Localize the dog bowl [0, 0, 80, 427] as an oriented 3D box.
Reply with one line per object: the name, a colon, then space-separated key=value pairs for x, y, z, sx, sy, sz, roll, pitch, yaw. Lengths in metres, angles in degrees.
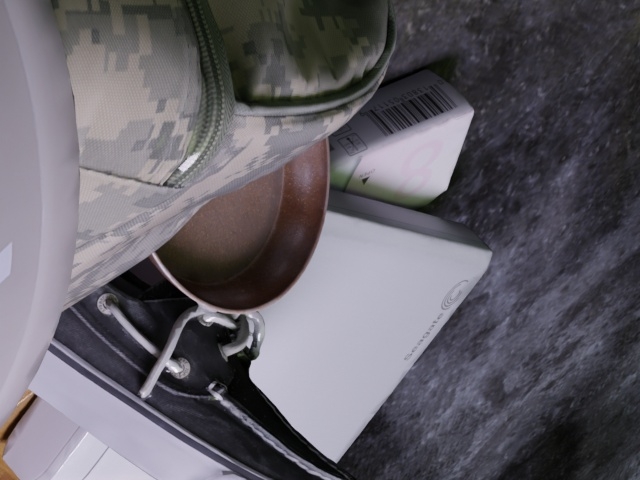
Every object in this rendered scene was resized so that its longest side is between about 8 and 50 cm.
dog bowl: x=-0.251 y=-0.032 z=0.524 sx=0.349 sy=0.348 sz=0.102 roll=-59 pitch=175 yaw=31

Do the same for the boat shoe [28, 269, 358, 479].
boat shoe: x=-0.086 y=0.061 z=0.962 sx=0.105 sy=0.306 sz=0.113 roll=-56 pitch=170 yaw=1

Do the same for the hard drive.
hard drive: x=-0.032 y=0.070 z=1.181 sx=0.233 sy=0.047 sz=0.353 roll=-53 pitch=154 yaw=13

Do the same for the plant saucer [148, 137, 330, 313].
plant saucer: x=-0.055 y=-0.045 z=0.909 sx=0.029 sy=0.168 sz=0.168 roll=-5 pitch=176 yaw=36

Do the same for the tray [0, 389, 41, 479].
tray: x=-0.216 y=0.194 z=1.229 sx=0.203 sy=0.076 sz=0.411 roll=-39 pitch=153 yaw=-6

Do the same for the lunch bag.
lunch bag: x=-0.144 y=-0.061 z=0.711 sx=0.305 sy=0.213 sz=0.256 roll=-30 pitch=158 yaw=30

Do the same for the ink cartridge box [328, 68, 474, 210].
ink cartridge box: x=0.000 y=0.000 z=1.247 sx=0.189 sy=0.066 sz=0.232 roll=-25 pitch=145 yaw=-30
